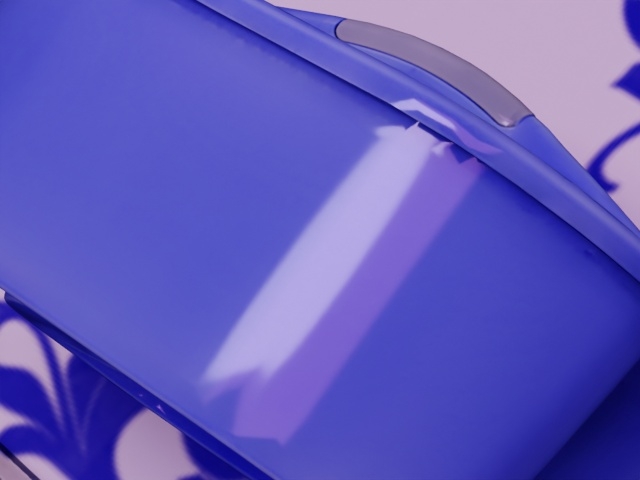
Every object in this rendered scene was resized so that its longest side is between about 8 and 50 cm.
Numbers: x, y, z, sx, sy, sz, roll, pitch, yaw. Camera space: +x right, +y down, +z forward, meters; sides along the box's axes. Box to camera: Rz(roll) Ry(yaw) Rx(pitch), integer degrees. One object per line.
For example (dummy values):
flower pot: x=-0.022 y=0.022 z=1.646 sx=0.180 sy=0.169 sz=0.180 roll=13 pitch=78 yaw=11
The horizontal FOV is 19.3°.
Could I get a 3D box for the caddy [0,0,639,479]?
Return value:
caddy: x=0.000 y=0.000 z=0.719 sx=0.341 sy=0.241 sz=0.179 roll=31 pitch=82 yaw=28
